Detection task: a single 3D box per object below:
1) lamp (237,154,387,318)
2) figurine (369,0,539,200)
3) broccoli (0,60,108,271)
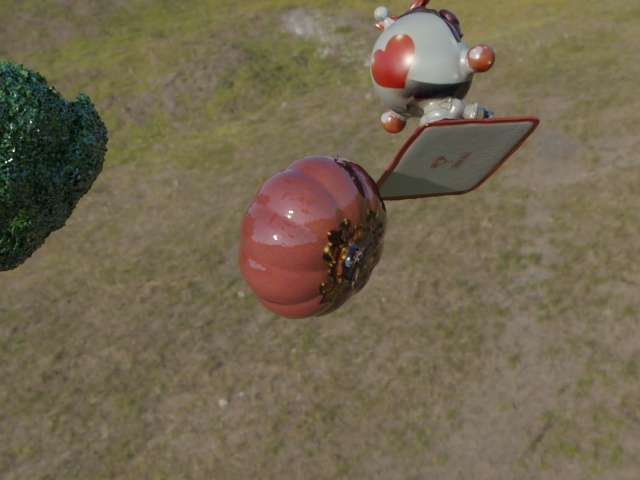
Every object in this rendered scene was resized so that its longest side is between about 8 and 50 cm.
[{"bbox_3d":[0.000,0.000,0.925,0.140,0.182,0.182,26,41,31],"label":"lamp"},{"bbox_3d":[0.125,-0.191,1.068,0.160,0.226,0.183,-6,-23,-23],"label":"figurine"},{"bbox_3d":[-0.392,-0.097,1.010,0.307,0.308,0.275,-23,64,-20],"label":"broccoli"}]
